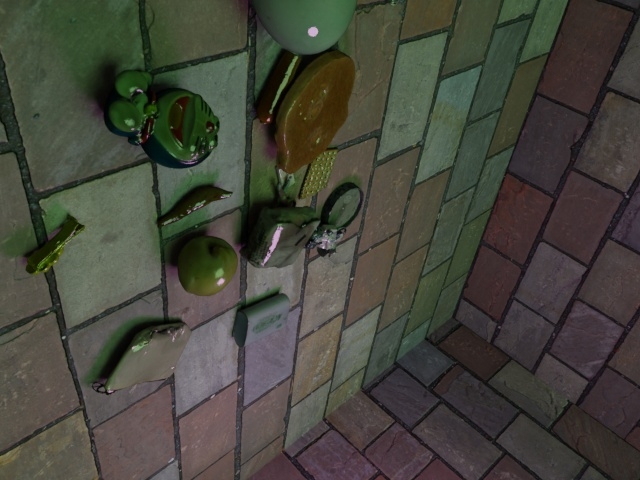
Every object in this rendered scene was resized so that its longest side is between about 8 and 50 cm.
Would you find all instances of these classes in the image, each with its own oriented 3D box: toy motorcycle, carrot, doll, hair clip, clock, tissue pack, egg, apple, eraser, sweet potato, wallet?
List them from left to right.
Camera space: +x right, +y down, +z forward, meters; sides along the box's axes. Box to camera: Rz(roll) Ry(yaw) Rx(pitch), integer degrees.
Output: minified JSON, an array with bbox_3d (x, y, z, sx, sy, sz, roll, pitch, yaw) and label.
[{"bbox_3d":[-0.667,0.014,1.467,0.173,0.072,0.046,-55,148,-16],"label":"hair clip"},{"bbox_3d":[-0.577,0.394,1.982,0.274,0.068,0.335,-56,156,13],"label":"wallet"},{"bbox_3d":[-0.383,-0.289,1.434,0.322,0.186,0.198,24,70,-42],"label":"doll"},{"bbox_3d":[-0.377,-0.112,1.743,0.250,0.059,0.069,-32,156,-25],"label":"sweet potato"},{"bbox_3d":[-0.358,0.079,1.839,0.200,0.200,0.200,-34,145,-29],"label":"apple"},{"bbox_3d":[-0.234,0.317,2.350,0.227,0.081,0.174,-19,135,-43],"label":"eraser"},{"bbox_3d":[-0.128,-0.447,1.732,0.067,0.067,0.225,6,115,-56],"label":"carrot"},{"bbox_3d":[-0.120,-0.224,2.008,0.056,0.023,0.108,-38,147,-22],"label":"tissue pack"},{"bbox_3d":[-0.041,-0.644,1.438,0.276,0.276,0.388,-40,147,-22],"label":"egg"},{"bbox_3d":[0.000,0.000,2.317,0.221,0.102,0.150,1,132,-44],"label":"toy motorcycle"},{"bbox_3d":[0.091,-0.132,2.376,0.215,0.042,0.214,-35,145,-29],"label":"clock"}]

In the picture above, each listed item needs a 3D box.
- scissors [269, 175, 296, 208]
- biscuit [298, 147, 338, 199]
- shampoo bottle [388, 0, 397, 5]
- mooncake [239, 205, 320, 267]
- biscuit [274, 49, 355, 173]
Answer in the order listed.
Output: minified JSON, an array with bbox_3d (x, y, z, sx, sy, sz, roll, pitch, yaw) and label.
[{"bbox_3d":[-0.133,-0.149,2.042,0.134,0.020,0.187,-28,152,-28],"label":"scissors"},{"bbox_3d":[-0.004,-0.247,2.152,0.144,0.016,0.203,-14,132,-47],"label":"biscuit"},{"bbox_3d":[0.246,-0.829,1.873,0.077,0.045,0.151,-17,135,-46],"label":"shampoo bottle"},{"bbox_3d":[-0.151,-0.017,2.058,0.250,0.136,0.254,-5,134,-53],"label":"mooncake"},{"bbox_3d":[-0.020,-0.415,1.877,0.385,0.062,0.365,-46,155,-33],"label":"biscuit"}]
